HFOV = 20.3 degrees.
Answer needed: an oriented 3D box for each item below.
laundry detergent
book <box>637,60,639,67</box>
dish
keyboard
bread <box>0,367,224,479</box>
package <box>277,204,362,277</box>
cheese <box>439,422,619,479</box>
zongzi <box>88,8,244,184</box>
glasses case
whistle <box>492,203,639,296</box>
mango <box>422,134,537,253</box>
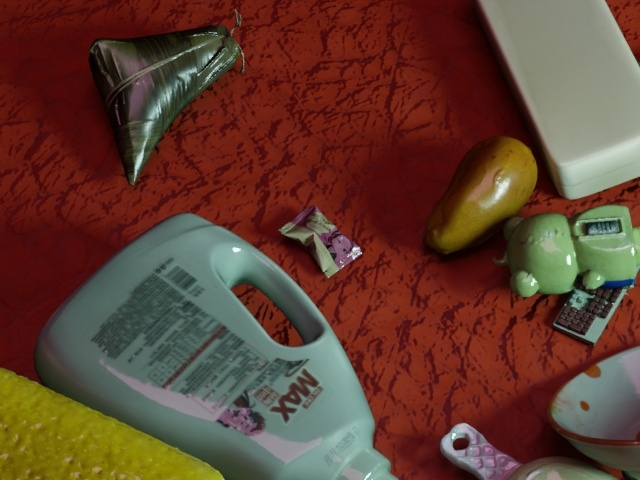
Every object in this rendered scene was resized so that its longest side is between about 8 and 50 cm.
[{"bbox_3d":[-0.066,0.154,1.808,0.398,0.124,0.264,34,59,20],"label":"laundry detergent"},{"bbox_3d":[0.472,-0.125,2.090,0.202,0.027,0.264,-21,57,-15],"label":"book"},{"bbox_3d":[0.362,0.179,1.788,0.260,0.085,0.260,-16,15,4],"label":"dish"},{"bbox_3d":[0.315,0.045,1.965,0.055,0.017,0.166,26,57,16],"label":"keyboard"},{"bbox_3d":[-0.290,0.296,1.682,0.333,0.143,0.323,24,55,15],"label":"bread"},{"bbox_3d":[0.000,0.000,1.981,0.083,0.029,0.059,44,55,14],"label":"package"},{"bbox_3d":[0.215,0.258,1.776,0.227,0.064,0.137,35,58,23],"label":"cheese"},{"bbox_3d":[-0.160,-0.161,2.072,0.187,0.084,0.184,-13,69,-17],"label":"zongzi"},{"bbox_3d":[0.286,-0.210,2.097,0.144,0.076,0.336,-20,56,3],"label":"glasses case"},{"bbox_3d":[0.299,0.010,1.929,0.227,0.085,0.105,-5,51,2],"label":"whistle"},{"bbox_3d":[0.183,-0.047,1.982,0.084,0.105,0.159,35,69,-8],"label":"mango"}]
